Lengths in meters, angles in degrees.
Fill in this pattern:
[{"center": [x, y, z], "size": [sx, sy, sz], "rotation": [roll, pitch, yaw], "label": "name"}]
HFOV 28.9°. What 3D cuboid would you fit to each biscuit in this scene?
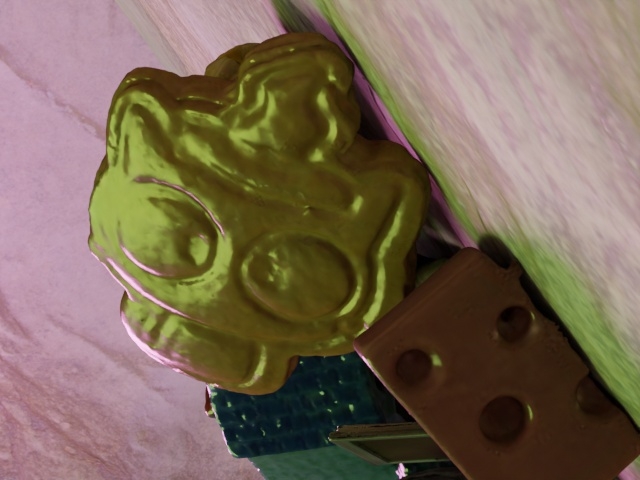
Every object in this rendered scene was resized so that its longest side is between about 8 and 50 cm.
[{"center": [-0.052, -0.004, 0.970], "size": [0.269, 0.051, 0.376], "rotation": [19, 133, -1], "label": "biscuit"}]

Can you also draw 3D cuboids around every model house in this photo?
[{"center": [-0.013, 0.100, 1.340], "size": [0.329, 0.252, 0.295], "rotation": [50, -145, -49], "label": "model house"}]

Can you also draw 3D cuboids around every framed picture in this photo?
[{"center": [0.133, 0.181, 1.118], "size": [0.274, 0.217, 0.017], "rotation": [59, -152, -73], "label": "framed picture"}]

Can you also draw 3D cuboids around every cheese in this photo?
[{"center": [0.119, 0.094, 0.950], "size": [0.203, 0.128, 0.177], "rotation": [48, 179, -16], "label": "cheese"}]

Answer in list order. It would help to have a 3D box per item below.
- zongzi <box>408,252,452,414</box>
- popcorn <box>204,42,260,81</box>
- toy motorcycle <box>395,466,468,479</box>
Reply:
[{"center": [0.073, 0.025, 1.160], "size": [0.204, 0.094, 0.205], "rotation": [80, 163, -48], "label": "zongzi"}, {"center": [-0.038, -0.083, 1.030], "size": [0.167, 0.152, 0.148], "rotation": [48, 157, -16], "label": "popcorn"}, {"center": [0.153, 0.343, 1.191], "size": [0.182, 0.241, 0.319], "rotation": [13, 146, 28], "label": "toy motorcycle"}]
